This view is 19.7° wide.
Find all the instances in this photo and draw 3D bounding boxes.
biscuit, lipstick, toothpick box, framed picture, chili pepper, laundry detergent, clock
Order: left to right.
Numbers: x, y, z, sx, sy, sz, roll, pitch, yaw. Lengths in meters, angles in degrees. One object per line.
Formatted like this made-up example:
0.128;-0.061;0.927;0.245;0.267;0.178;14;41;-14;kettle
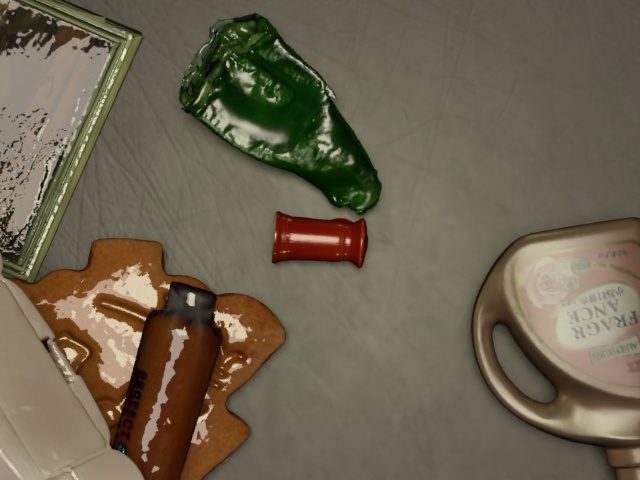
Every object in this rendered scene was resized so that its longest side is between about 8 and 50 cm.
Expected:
-0.349;0.188;1.506;0.326;0.184;0.342;-37;77;22;clock
-0.297;-0.108;1.637;0.197;0.014;0.252;23;87;2;framed picture
-0.174;0.151;1.600;0.284;0.043;0.306;2;88;-3;biscuit
-0.161;0.240;1.545;0.077;0.077;0.418;15;91;1;lipstick
-0.032;-0.103;1.613;0.108;0.062;0.216;-45;87;4;chili pepper
0.000;0.000;1.612;0.083;0.047;0.047;4;86;0;toothpick box
0.221;0.106;1.591;0.171;0.076;0.237;-8;88;1;laundry detergent
